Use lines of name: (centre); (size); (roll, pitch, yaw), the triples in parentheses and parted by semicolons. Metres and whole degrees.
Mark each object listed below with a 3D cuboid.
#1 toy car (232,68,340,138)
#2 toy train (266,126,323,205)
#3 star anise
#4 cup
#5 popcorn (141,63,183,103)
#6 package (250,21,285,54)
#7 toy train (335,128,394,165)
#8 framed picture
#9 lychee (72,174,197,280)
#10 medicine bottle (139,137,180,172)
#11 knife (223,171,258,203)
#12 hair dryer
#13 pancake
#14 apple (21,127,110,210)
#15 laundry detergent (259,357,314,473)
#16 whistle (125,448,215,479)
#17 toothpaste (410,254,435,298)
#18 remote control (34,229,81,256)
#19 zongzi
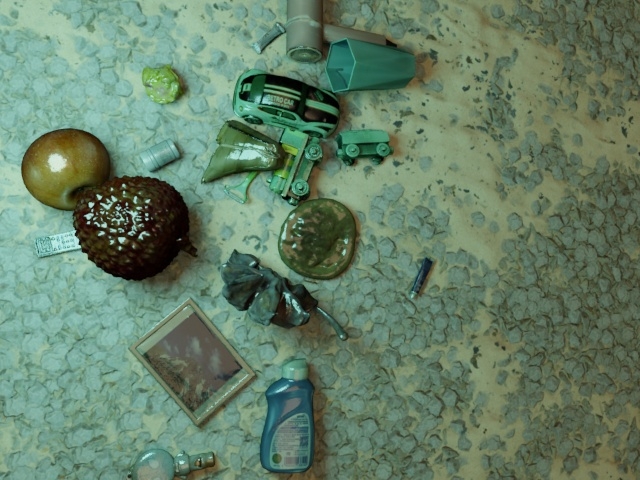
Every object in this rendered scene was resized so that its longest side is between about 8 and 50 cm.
toy car: (-0.085, -0.381, 1.375); (0.305, 0.125, 0.136); (11, 84, -10)
toy train: (-0.072, -0.202, 1.393); (0.132, 0.083, 0.200); (21, 82, 0)
star anise: (-0.129, 0.156, 1.286); (0.359, 0.316, 0.139); (41, 112, 30)
cup: (0.146, -0.485, 1.412); (0.235, 0.148, 0.134); (-8, 106, -33)
popcorn: (-0.419, -0.413, 1.324); (0.109, 0.089, 0.097); (18, 118, -2)
package: (-0.149, -0.576, 1.426); (0.037, 0.015, 0.110); (46, 77, -6)
toy train: (0.126, -0.273, 1.446); (0.172, 0.070, 0.100); (-5, 77, -14)
framed picture: (-0.337, 0.320, 1.327); (0.209, 0.019, 0.281); (-42, 96, -12)
lychee: (-0.433, -0.031, 1.204); (0.300, 0.264, 0.264); (22, 82, -13)
medicine bottle: (-0.424, -0.225, 1.320); (0.091, 0.058, 0.058); (-30, 93, -13)
knife: (-0.196, -0.182, 1.388); (0.078, 0.022, 0.166); (33, 79, 5)
hair dryer: (0.067, -0.603, 1.450); (0.344, 0.106, 0.189); (3, 84, -22)
pancake: (0.000, 0.000, 1.406); (0.241, 0.050, 0.242); (0, 92, -12)
apple: (-0.604, -0.166, 1.206); (0.201, 0.201, 0.162); (-30, 80, -13)
laundry detergent: (-0.082, 0.462, 1.344); (0.143, 0.094, 0.290); (5, 82, -6)
whistle: (-0.383, 0.582, 1.284); (0.220, 0.057, 0.107); (-6, 74, -18)
toothpaste: (0.298, 0.111, 1.483); (0.037, 0.021, 0.140); (30, 79, -16)
remote control: (-0.658, 0.006, 1.274); (0.124, 0.018, 0.053); (-12, 89, -13)
zongzi: (-0.209, -0.204, 1.338); (0.194, 0.099, 0.197); (27, 88, 17)
